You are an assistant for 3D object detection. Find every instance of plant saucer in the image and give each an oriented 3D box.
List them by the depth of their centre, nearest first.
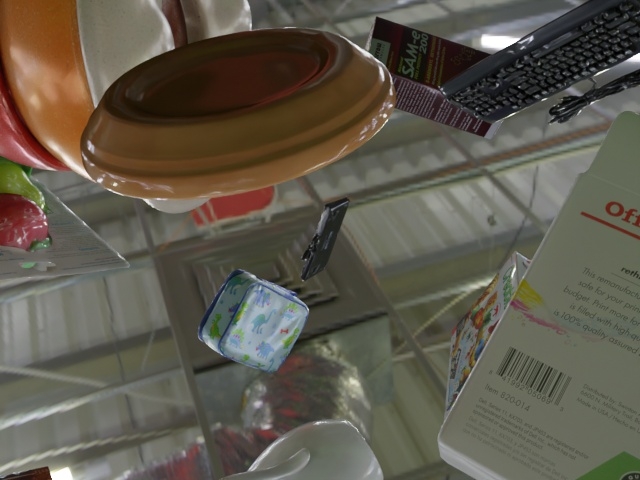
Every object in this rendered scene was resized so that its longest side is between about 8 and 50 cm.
[{"bbox_3d":[-0.054,-0.089,0.538,0.199,0.037,0.200,-9,-149,6],"label":"plant saucer"}]

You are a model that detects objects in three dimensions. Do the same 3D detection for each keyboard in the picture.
[{"bbox_3d":[0.318,-0.212,1.106,0.201,0.033,0.317,14,160,-29],"label":"keyboard"},{"bbox_3d":[0.000,0.000,1.743,0.023,0.180,0.108,32,-148,21],"label":"keyboard"}]

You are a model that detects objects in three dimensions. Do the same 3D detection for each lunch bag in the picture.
[{"bbox_3d":[-0.131,0.164,1.765,0.090,0.219,0.176,27,-93,40],"label":"lunch bag"}]

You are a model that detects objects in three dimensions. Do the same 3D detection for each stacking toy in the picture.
[{"bbox_3d":[-0.334,-0.197,0.883,0.479,0.351,0.351,-1,-146,13],"label":"stacking toy"}]

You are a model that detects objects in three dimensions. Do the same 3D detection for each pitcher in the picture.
[{"bbox_3d":[-0.039,0.270,0.928,0.207,0.178,0.125,-30,-125,-18],"label":"pitcher"}]

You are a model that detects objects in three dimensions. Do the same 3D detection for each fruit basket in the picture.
[{"bbox_3d":[-0.520,-0.033,1.320,0.353,0.165,0.327,42,-154,25],"label":"fruit basket"}]

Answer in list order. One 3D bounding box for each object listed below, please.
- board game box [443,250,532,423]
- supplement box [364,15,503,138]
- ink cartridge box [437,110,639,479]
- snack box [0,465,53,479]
[{"bbox_3d":[0.271,0.156,1.348,0.053,0.193,0.305,32,-156,-3],"label":"board game box"},{"bbox_3d":[0.185,-0.266,1.412,0.239,0.073,0.130,17,-128,-5],"label":"supplement box"},{"bbox_3d":[0.276,0.083,0.772,0.207,0.119,0.354,27,-104,19],"label":"ink cartridge box"},{"bbox_3d":[-0.335,0.251,0.799,0.178,0.022,0.064,-6,-158,-27],"label":"snack box"}]
